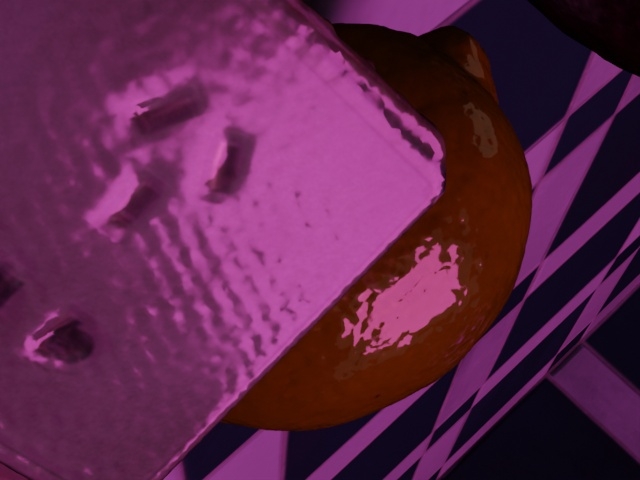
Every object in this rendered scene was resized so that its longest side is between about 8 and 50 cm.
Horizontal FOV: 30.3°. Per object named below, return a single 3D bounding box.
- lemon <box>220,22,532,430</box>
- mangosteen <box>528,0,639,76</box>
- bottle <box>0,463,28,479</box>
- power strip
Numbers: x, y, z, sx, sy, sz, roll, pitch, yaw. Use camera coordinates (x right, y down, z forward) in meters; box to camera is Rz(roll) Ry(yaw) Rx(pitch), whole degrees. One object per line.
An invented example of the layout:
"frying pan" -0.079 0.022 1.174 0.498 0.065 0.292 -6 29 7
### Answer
"lemon" 0.000 0.000 0.574 0.248 0.184 0.184 -44 163 -4
"mangosteen" 0.174 -0.191 0.384 0.297 0.297 0.293 -48 165 4
"bottle" -0.232 0.218 0.594 0.236 0.147 0.147 -45 165 25
"power strip" -0.085 -0.019 0.445 0.213 0.064 0.198 -46 120 5
